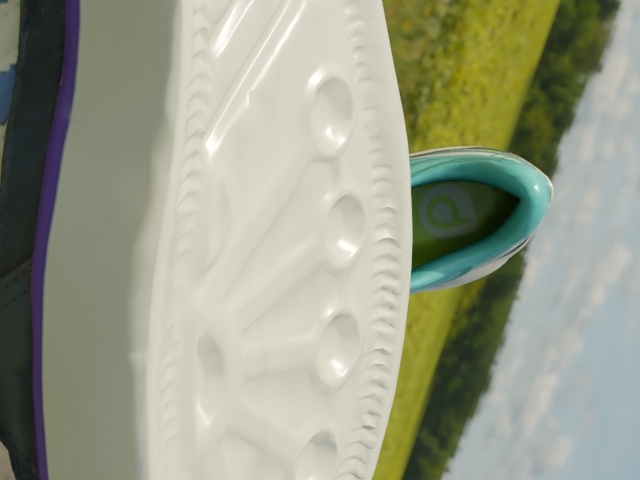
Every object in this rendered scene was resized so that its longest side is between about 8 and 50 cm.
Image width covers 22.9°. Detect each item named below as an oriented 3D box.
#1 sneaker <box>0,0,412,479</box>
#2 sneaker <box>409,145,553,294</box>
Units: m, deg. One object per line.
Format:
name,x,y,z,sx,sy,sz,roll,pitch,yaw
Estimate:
sneaker,-0.106,-0.047,0.462,0.130,0.236,0.322,-22,114,-52
sneaker,0.000,0.000,0.906,0.110,0.275,0.107,-169,-119,-86
